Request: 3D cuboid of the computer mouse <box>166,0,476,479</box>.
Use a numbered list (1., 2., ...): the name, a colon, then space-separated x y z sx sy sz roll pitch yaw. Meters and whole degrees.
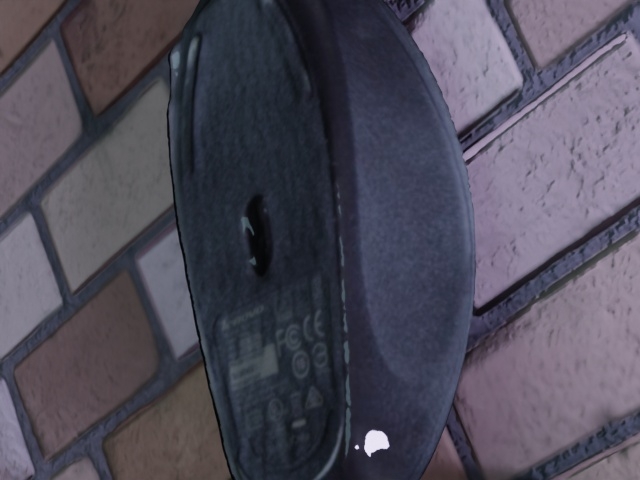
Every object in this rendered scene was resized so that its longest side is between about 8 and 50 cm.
1. computer mouse: 0.001 0.001 1.110 0.203 0.114 0.373 -24 68 47
